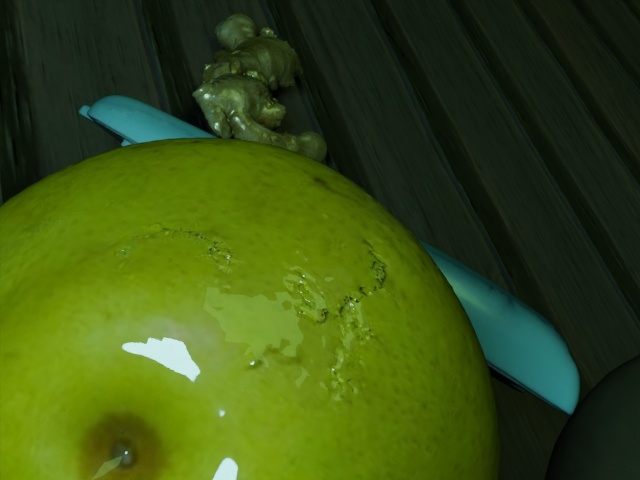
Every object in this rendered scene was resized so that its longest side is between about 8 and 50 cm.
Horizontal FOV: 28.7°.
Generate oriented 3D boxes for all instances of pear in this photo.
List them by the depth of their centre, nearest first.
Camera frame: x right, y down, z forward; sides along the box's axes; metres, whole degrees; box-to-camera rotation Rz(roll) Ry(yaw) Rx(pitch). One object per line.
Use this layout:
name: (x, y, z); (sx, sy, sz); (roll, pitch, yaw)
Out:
pear: (-0.047, 0.092, 0.623); (0.285, 0.285, 0.336); (53, 11, 28)

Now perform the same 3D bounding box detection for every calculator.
calculator: (0.000, 0.000, 0.880); (0.386, 0.054, 0.256); (28, -2, 1)

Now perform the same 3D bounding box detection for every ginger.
ginger: (-0.060, -0.139, 1.126); (0.193, 0.052, 0.176); (48, 27, 18)

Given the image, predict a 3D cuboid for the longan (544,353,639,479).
longan: (0.264, 0.189, 0.804); (0.258, 0.258, 0.258); (25, 32, -17)
